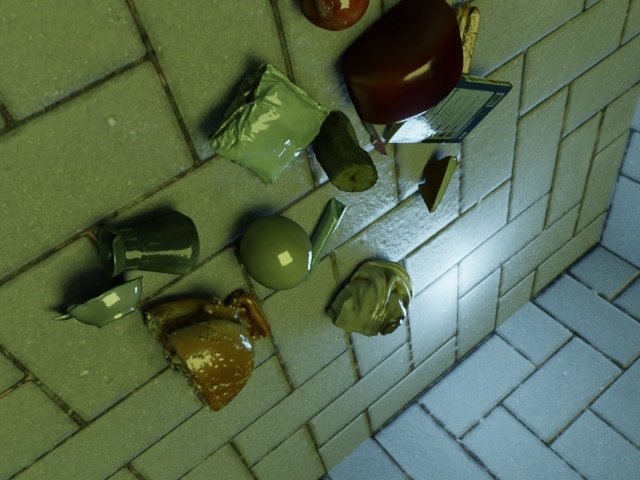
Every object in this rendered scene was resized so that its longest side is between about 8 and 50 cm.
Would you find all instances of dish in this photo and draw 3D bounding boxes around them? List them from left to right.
[{"bbox_3d":[-0.559,0.178,1.578,0.246,0.078,0.224,-25,-179,1],"label":"dish"}]

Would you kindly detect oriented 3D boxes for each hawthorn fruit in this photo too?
[{"bbox_3d":[0.040,-0.600,1.493,0.173,0.173,0.172,-27,139,-27],"label":"hawthorn fruit"}]

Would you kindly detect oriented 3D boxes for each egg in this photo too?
[{"bbox_3d":[-0.132,0.038,1.854,0.219,0.219,0.269,-44,149,-7],"label":"egg"}]

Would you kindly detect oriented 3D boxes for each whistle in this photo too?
[{"bbox_3d":[0.000,0.000,2.089,0.062,0.062,0.312,5,119,-48],"label":"whistle"}]

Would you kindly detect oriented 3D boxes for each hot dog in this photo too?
[{"bbox_3d":[-0.243,0.258,2.068,0.100,0.068,0.249,-21,136,0],"label":"hot dog"},{"bbox_3d":[0.443,-0.626,1.942,0.109,0.072,0.269,-7,120,-31],"label":"hot dog"}]

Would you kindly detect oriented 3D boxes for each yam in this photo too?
[{"bbox_3d":[0.062,-0.257,1.796,0.154,0.254,0.154,-14,145,-10],"label":"yam"}]

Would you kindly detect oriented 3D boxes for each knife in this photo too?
[{"bbox_3d":[0.180,-0.338,2.000,0.035,0.018,0.247,-49,145,-4],"label":"knife"}]

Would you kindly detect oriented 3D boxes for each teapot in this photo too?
[{"bbox_3d":[-0.451,0.023,1.579,0.225,0.170,0.203,-8,159,-34],"label":"teapot"}]

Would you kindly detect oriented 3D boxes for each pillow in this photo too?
[{"bbox_3d":[-0.137,-0.297,1.609,0.283,0.138,0.310,-53,147,8],"label":"pillow"}]

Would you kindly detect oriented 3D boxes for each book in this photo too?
[{"bbox_3d":[0.441,-0.441,2.072,0.428,0.039,0.300,-7,150,-43],"label":"book"}]

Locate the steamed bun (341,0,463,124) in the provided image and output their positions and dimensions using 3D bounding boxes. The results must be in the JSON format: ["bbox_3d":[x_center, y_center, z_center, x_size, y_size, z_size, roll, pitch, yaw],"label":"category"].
[{"bbox_3d":[0.257,-0.503,1.734,0.379,0.248,0.235,-44,144,-8],"label":"steamed bun"}]

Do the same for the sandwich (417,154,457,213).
[{"bbox_3d":[0.441,-0.229,2.317,0.090,0.088,0.244,-16,130,-49],"label":"sandwich"}]

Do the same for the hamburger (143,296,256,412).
[{"bbox_3d":[-0.329,0.331,1.888,0.287,0.268,0.445,-38,142,-18],"label":"hamburger"}]

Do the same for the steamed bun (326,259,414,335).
[{"bbox_3d":[0.235,0.264,2.424,0.394,0.237,0.346,-34,142,-19],"label":"steamed bun"}]
